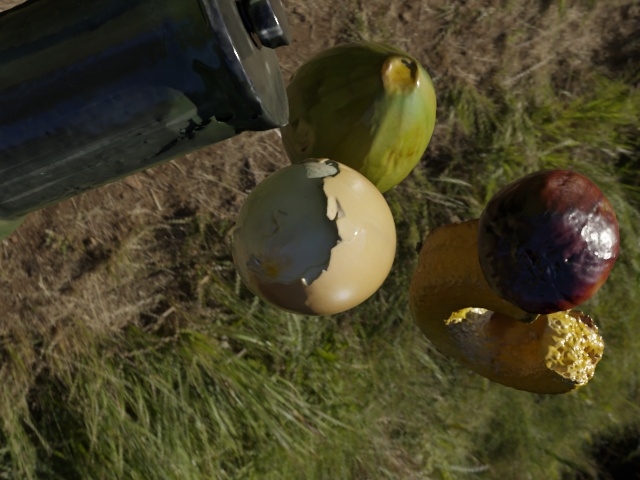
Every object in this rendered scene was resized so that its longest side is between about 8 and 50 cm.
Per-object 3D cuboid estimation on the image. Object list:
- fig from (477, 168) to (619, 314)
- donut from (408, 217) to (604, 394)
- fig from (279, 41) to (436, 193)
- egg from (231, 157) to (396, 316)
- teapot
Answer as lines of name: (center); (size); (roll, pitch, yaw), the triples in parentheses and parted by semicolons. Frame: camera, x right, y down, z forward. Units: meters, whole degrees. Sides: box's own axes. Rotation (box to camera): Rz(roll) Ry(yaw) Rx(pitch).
fig: (0.372, -0.009, 1.386); (0.263, 0.224, 0.224); (-49, 123, -26)
donut: (0.359, 0.154, 1.726); (0.435, 0.378, 0.163); (51, 53, -31)
fig: (0.064, -0.194, 1.258); (0.240, 0.271, 0.239); (11, 63, -22)
egg: (0.000, 0.000, 1.090); (0.244, 0.201, 0.201); (18, 98, -56)
teapot: (-0.200, -0.153, 0.716); (0.337, 0.200, 0.270); (-19, 147, 11)
